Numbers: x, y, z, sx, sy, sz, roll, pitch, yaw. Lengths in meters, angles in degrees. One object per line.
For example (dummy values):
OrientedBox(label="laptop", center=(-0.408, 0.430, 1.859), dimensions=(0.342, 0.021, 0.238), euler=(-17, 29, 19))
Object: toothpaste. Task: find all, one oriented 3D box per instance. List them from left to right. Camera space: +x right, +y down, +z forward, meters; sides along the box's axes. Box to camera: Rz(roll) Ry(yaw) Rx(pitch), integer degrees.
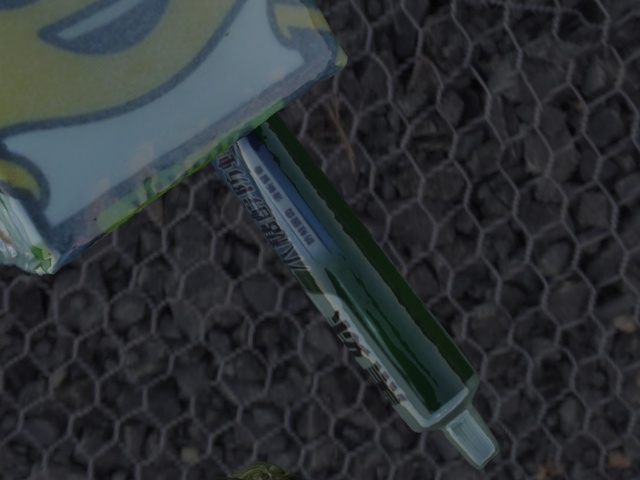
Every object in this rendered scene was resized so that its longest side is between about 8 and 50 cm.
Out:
OrientedBox(label="toothpaste", center=(0.000, 0.000, 0.967), dimensions=(0.061, 0.099, 0.392), euler=(-38, 90, -29))

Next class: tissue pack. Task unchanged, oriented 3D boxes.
OrientedBox(label="tissue pack", center=(-0.159, -0.170, 0.772), dimensions=(0.228, 0.128, 0.311), euler=(-38, 111, -24))

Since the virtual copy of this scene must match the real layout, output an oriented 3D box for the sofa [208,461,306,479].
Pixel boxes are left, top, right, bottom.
OrientedBox(label="sofa", center=(-0.063, 0.233, 0.790), dimensions=(0.182, 0.258, 0.200), euler=(3, 85, -23))
